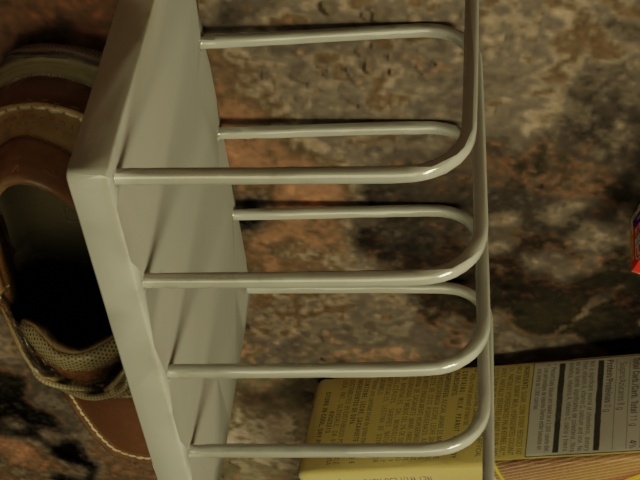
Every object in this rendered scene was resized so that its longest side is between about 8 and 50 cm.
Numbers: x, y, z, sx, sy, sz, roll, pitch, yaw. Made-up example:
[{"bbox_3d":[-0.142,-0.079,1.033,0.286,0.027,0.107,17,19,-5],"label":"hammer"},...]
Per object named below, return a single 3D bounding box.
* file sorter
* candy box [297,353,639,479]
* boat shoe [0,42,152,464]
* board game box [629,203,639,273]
[{"bbox_3d":[0.000,0.000,0.735,0.173,0.193,0.278,-1,135,7],"label":"file sorter"},{"bbox_3d":[0.166,0.165,0.939,0.316,0.087,0.183,-7,134,21],"label":"candy box"},{"bbox_3d":[-0.140,0.039,0.849,0.123,0.116,0.324,-1,135,11],"label":"boat shoe"},{"bbox_3d":[0.267,-0.042,0.748,0.146,0.045,0.193,14,136,-5],"label":"board game box"}]
